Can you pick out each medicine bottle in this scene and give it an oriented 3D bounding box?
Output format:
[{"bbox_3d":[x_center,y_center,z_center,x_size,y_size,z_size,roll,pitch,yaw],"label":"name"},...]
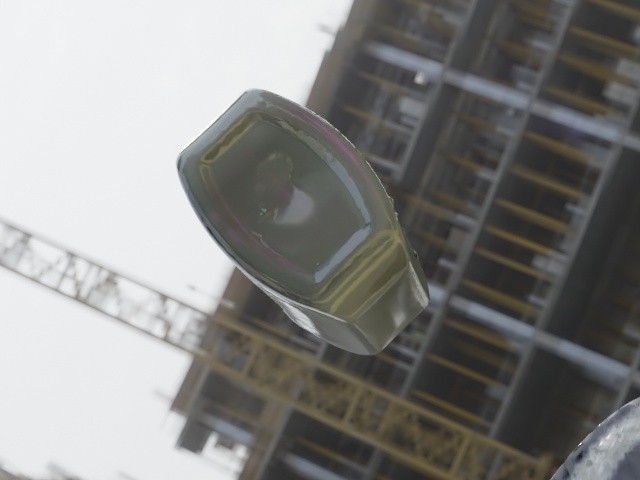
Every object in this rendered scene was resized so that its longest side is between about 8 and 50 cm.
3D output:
[{"bbox_3d":[0.000,0.000,1.146,0.111,0.161,0.296,-43,-15,-3],"label":"medicine bottle"}]

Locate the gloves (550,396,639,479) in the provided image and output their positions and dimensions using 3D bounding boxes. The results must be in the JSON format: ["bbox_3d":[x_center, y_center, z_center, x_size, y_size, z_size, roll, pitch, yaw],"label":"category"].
[{"bbox_3d":[0.148,0.154,0.510,0.140,0.218,0.131,-44,-34,10],"label":"gloves"}]
